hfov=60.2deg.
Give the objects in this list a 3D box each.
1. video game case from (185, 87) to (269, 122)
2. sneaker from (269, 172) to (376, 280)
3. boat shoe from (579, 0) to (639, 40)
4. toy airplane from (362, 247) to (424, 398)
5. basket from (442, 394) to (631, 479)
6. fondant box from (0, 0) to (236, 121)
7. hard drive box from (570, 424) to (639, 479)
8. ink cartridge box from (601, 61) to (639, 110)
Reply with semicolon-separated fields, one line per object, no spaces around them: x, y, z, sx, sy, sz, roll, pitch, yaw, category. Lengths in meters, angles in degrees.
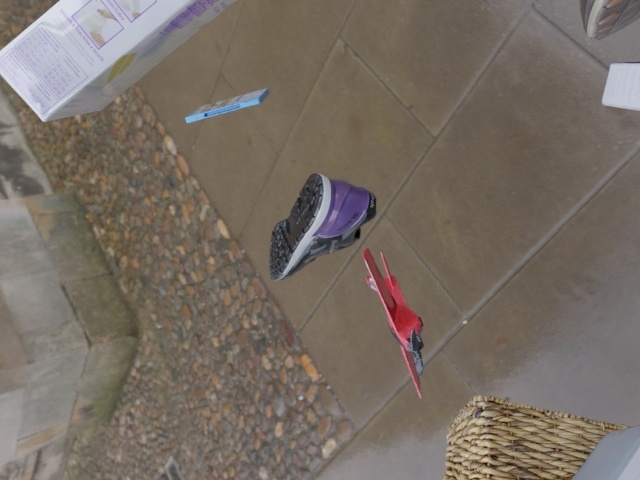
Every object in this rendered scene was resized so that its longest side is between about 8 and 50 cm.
-0.199;-0.293;1.195;0.166;0.119;0.015;-12;114;10;video game case
0.000;0.000;0.944;0.283;0.124;0.107;132;141;-54;sneaker
0.407;-0.409;0.724;0.132;0.355;0.130;-24;70;6;boat shoe
0.068;0.062;0.488;0.151;0.028;0.151;-23;-90;-88;toy airplane
0.371;0.433;0.953;0.213;0.299;0.223;104;178;-48;basket
-0.244;-0.305;0.755;0.330;0.238;0.096;-37;106;7;fondant box
0.407;0.382;0.707;0.181;0.232;0.089;52;145;12;hard drive box
0.354;-0.111;0.399;0.207;0.208;0.045;-1;110;3;ink cartridge box
